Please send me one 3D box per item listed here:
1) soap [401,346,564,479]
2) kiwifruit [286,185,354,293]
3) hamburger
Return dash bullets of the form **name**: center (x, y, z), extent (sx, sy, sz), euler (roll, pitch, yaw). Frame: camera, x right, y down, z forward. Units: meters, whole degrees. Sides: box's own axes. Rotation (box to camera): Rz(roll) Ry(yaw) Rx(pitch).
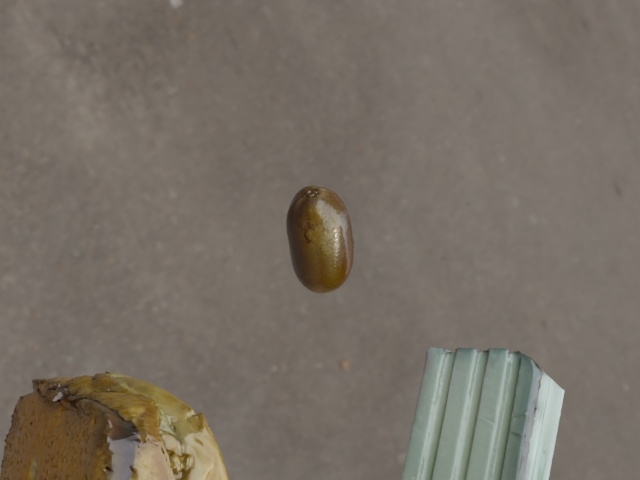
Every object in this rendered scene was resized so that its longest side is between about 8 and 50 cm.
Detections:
- **soap**: center (0.173, 0.255, 1.730), extent (0.094, 0.150, 0.261), euler (43, 54, -51)
- **kiwifruit**: center (0.000, 0.000, 1.665), extent (0.075, 0.075, 0.124), euler (-71, 161, -55)
- **hamburger**: center (-0.203, 0.269, 1.469), extent (0.174, 0.304, 0.284), euler (1, 97, -37)
